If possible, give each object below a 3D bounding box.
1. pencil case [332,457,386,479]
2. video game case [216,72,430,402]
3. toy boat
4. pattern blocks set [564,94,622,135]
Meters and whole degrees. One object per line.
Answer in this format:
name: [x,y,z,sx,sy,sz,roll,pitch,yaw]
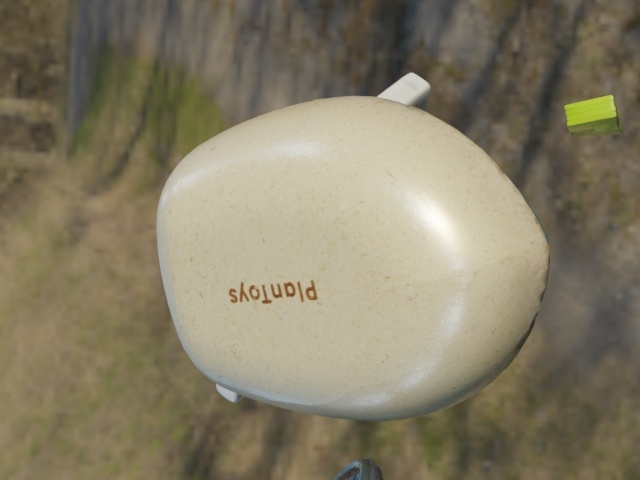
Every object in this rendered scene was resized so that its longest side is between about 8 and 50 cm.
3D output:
pencil case: [0.131,0.354,1.356,0.160,0.410,0.183,-52,7,-23]
video game case: [0.000,0.000,1.321,0.026,0.206,0.227,36,144,22]
toy boat: [0.019,-0.054,0.966,0.267,0.148,0.318,2,105,40]
pattern blocks set: [0.332,-0.103,1.280,0.325,0.285,0.026,15,-109,-70]
